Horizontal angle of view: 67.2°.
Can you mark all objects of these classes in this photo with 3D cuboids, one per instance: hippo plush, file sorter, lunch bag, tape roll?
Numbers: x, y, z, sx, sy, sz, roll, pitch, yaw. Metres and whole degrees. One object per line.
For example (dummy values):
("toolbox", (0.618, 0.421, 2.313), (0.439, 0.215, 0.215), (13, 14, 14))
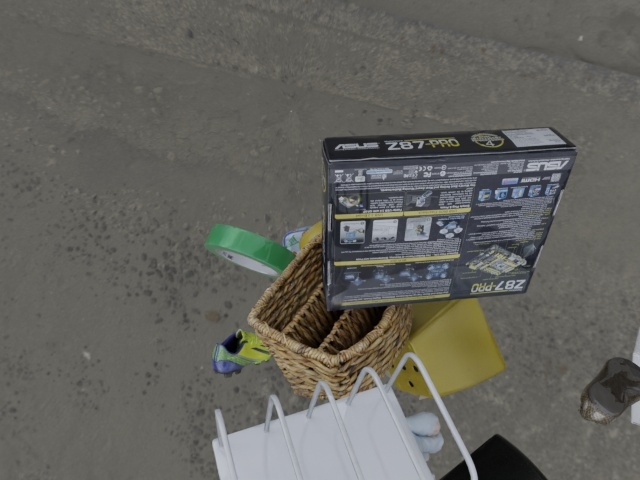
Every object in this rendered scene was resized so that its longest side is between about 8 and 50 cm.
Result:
("hippo plush", (0.295, 0.670, 1.495), (0.234, 0.237, 0.294), (-25, 116, 2))
("file sorter", (0.021, 0.278, 0.601), (0.277, 0.193, 0.173), (-11, 144, -19))
("lunch bag", (0.001, 0.059, 1.841), (0.303, 0.115, 0.243), (-10, 95, -1))
("tape roll", (-0.234, 0.045, 1.653), (0.321, 0.321, 0.077), (23, 75, -9))

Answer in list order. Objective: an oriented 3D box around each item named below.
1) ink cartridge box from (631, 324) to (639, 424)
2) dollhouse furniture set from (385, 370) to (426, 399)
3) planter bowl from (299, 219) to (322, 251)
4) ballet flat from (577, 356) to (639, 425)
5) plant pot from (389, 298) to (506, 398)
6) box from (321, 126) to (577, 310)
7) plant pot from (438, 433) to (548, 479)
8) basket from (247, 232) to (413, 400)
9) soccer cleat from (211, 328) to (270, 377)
("ink cartridge box", (0.779, 0.254, 1.074), (0.117, 0.283, 0.207), (6, 121, 39))
("dollhouse furniture set", (0.264, 0.271, 1.292), (0.212, 0.161, 0.242), (-4, 103, -27))
("planter bowl", (0.000, 0.000, 1.495), (0.217, 0.217, 0.090), (-40, 85, 7))
("ballet flat", (0.517, 0.268, 0.849), (0.249, 0.084, 0.058), (-8, 133, -44))
("plant pot", (0.256, 0.244, 1.118), (0.187, 0.212, 0.212), (-27, 95, -28))
("box", (0.200, -0.029, 0.845), (0.394, 0.097, 0.319), (-5, 126, -4))
("plant pot", (0.365, 0.518, 0.917), (0.187, 0.167, 0.188), (-30, 90, -17))
("basket", (0.042, 0.143, 0.976), (0.213, 0.299, 0.223), (-5, 121, 41))
("soccer cleat", (-0.224, 0.329, 1.513), (0.093, 0.289, 0.121), (9, 103, 31))
